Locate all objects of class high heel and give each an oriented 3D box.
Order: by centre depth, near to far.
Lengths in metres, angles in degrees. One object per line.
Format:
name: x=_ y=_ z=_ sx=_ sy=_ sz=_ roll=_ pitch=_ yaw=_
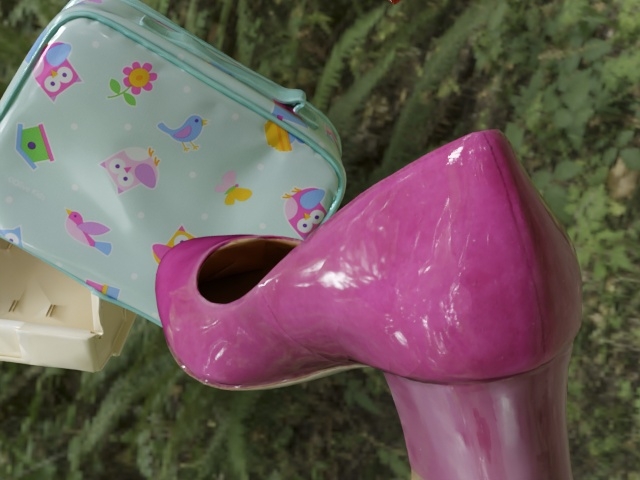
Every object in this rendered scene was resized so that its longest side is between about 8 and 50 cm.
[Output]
high heel: x=0.000 y=0.000 z=0.612 sx=0.377 sy=0.127 sz=0.181 roll=19 pitch=125 yaw=52

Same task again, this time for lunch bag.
lunch bag: x=-0.123 y=-0.059 z=0.921 sx=0.224 sy=0.279 sz=0.108 roll=-56 pitch=14 yaw=15

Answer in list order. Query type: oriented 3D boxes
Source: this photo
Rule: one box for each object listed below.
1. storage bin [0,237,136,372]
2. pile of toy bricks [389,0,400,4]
storage bin: x=-0.309 y=-0.005 z=1.164 sx=0.260 sy=0.262 sz=0.123 roll=-75 pitch=-12 yaw=-49
pile of toy bricks: x=0.052 y=-0.362 z=1.166 sx=0.105 sy=0.212 sz=0.118 roll=-34 pitch=40 yaw=-7
